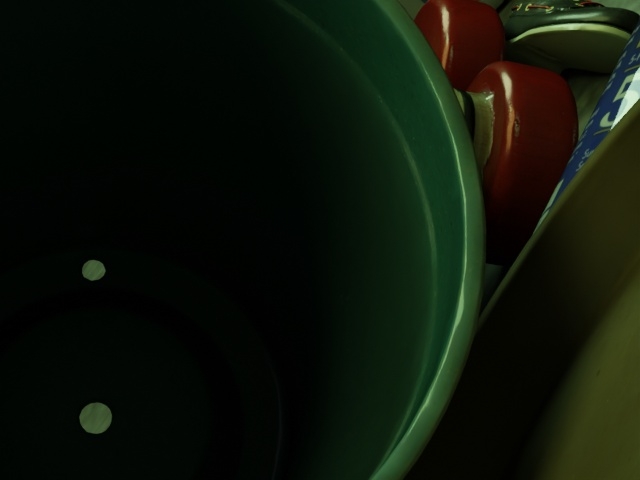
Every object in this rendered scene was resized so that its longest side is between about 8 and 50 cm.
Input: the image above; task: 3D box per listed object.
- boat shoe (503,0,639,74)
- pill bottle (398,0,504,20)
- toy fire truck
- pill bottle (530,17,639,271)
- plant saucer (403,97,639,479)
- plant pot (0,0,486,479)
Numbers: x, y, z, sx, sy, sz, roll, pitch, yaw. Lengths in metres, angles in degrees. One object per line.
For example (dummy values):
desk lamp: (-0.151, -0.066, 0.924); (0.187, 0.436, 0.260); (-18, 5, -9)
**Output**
boat shoe: (0.133, -0.112, 0.949); (0.042, 0.049, 0.133); (-64, 17, -8)
pill bottle: (0.030, -0.237, 1.126); (0.124, 0.221, 0.124); (-43, 23, 23)
toy fire truck: (0.000, 0.000, 0.932); (0.302, 0.169, 0.254); (-113, 35, -66)
pill bottle: (0.161, -0.039, 0.679); (0.112, 0.112, 0.187); (-15, 42, 59)
plant saucer: (0.076, 0.061, 0.491); (0.278, 0.041, 0.278); (-60, 6, 11)
plant pot: (-0.089, 0.040, 0.678); (0.272, 0.271, 0.255); (-61, -8, -21)
